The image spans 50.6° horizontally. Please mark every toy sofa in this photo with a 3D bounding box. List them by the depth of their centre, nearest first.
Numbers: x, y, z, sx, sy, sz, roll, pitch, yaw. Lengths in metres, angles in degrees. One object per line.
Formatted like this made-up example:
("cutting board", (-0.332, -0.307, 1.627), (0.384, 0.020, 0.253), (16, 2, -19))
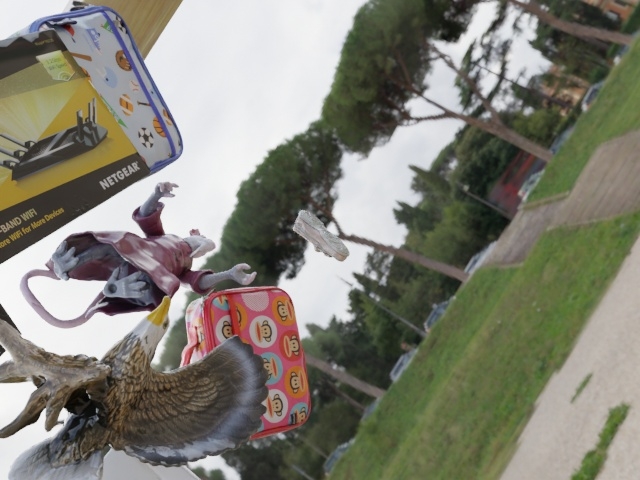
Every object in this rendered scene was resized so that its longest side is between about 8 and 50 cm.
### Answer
("toy sofa", (-0.410, -0.384, 1.284), (0.150, 0.177, 0.362), (31, -85, -35))

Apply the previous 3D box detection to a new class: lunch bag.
("lunch bag", (-0.363, -0.239, 1.122), (0.243, 0.115, 0.303), (-43, -67, -56))
("lunch bag", (-0.158, 0.240, 1.324), (0.258, 0.293, 0.120), (-1, -15, -42))

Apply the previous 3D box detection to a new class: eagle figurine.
("eagle figurine", (-0.217, 0.168, 0.792), (0.225, 0.226, 0.298), (-32, -25, 7))

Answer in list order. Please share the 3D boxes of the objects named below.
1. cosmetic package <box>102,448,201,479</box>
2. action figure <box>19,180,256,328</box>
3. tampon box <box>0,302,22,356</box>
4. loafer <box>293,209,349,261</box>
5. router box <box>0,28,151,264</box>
("cosmetic package", (-0.332, 0.494, 0.994), (0.385, 0.217, 0.156), (-47, -2, -8))
("action figure", (-0.312, 0.057, 1.274), (0.276, 0.248, 0.370), (-37, -3, 17))
("tampon box", (-0.736, 0.188, 1.407), (0.120, 0.161, 0.101), (67, -149, -27))
("loafer", (0.000, 0.000, 1.081), (0.045, 0.125, 0.039), (14, -65, -47))
("router box", (-0.390, -0.121, 0.860), (0.081, 0.243, 0.309), (-26, 14, 30))
